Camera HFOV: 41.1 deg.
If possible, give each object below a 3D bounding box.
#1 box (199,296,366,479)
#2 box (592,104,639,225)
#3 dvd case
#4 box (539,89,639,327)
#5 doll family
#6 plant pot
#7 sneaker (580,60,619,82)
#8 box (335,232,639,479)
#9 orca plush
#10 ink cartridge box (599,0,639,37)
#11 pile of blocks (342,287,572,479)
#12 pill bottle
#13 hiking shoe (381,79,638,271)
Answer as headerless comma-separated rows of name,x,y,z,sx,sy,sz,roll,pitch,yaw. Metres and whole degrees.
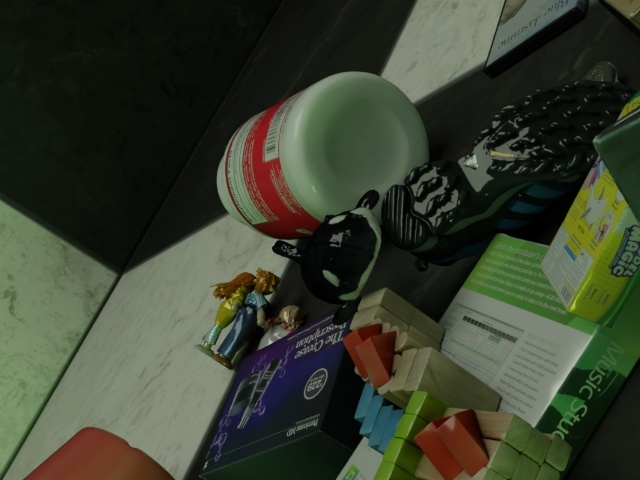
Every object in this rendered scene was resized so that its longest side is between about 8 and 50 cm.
box,-0.018,0.204,1.040,0.261,0.103,0.184,-33,31,45
box,0.271,0.019,0.368,0.165,0.270,0.143,-29,0,-41
dvd case,0.337,-0.373,1.286,0.180,0.022,0.253,-30,31,49
box,0.240,-0.033,0.670,0.105,0.043,0.179,-85,17,-70
doll family,-0.124,0.124,1.382,0.163,0.118,0.263,-58,20,-11
plant pot,-0.336,0.418,1.206,0.275,0.275,0.243,-26,24,53
sneaker,0.271,-0.144,0.981,0.166,0.076,0.065,-52,21,7
box,0.156,0.150,0.797,0.322,0.058,0.232,-57,20,-4
orca plush,0.000,0.000,0.966,0.287,0.102,0.151,-87,14,-78
ink cartridge box,0.419,-0.331,0.934,0.235,0.088,0.193,-46,23,21
pile of blocks,0.068,0.147,0.749,0.149,0.112,0.362,-53,19,4
pill bottle,-0.022,-0.118,1.383,0.229,0.229,0.407,-60,20,-16
hiking shoe,0.215,-0.070,0.933,0.304,0.132,0.113,-25,61,16
